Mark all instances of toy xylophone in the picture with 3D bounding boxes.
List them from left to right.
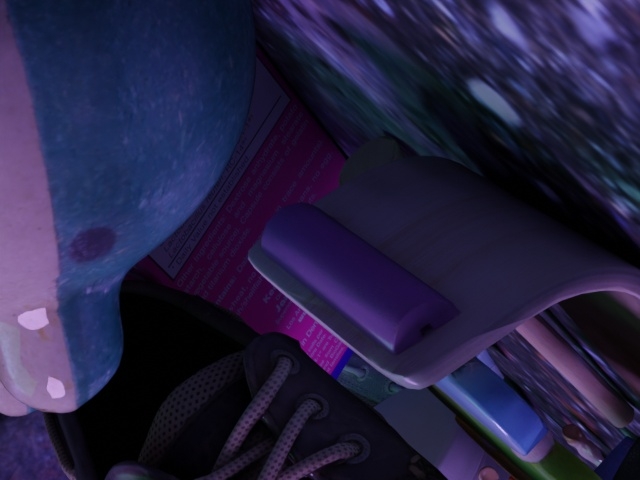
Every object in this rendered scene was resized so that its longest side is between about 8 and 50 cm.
[{"bbox_3d":[0.100,0.079,0.726,0.322,0.081,0.236,46,175,-25],"label":"toy xylophone"}]

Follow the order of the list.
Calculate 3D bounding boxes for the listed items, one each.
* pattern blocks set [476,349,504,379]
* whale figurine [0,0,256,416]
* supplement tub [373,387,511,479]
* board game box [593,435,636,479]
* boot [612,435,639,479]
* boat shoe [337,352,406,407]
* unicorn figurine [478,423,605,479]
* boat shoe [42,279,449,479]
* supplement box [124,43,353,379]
[{"bbox_3d":[0.000,0.000,1.184,0.325,0.026,0.285,42,175,20],"label":"pattern blocks set"},{"bbox_3d":[-0.098,-0.041,0.704,0.272,0.141,0.216,98,152,-59],"label":"whale figurine"},{"bbox_3d":[0.120,0.243,1.326,0.272,0.191,0.191,45,175,-17],"label":"supplement tub"},{"bbox_3d":[0.233,0.196,0.885,0.165,0.042,0.243,47,174,-37],"label":"board game box"},{"bbox_3d":[0.093,0.144,0.466,0.091,0.229,0.263,46,175,-25],"label":"boot"},{"bbox_3d":[0.009,0.088,1.527,0.118,0.103,0.320,25,-168,-26],"label":"boat shoe"},{"bbox_3d":[0.144,0.149,1.089,0.111,0.060,0.162,45,175,-15],"label":"unicorn figurine"},{"bbox_3d":[-0.024,0.109,0.733,0.130,0.132,0.355,52,166,-29],"label":"boat shoe"},{"bbox_3d":[-0.063,-0.021,0.918,0.111,0.114,0.220,22,162,36],"label":"supplement box"}]
